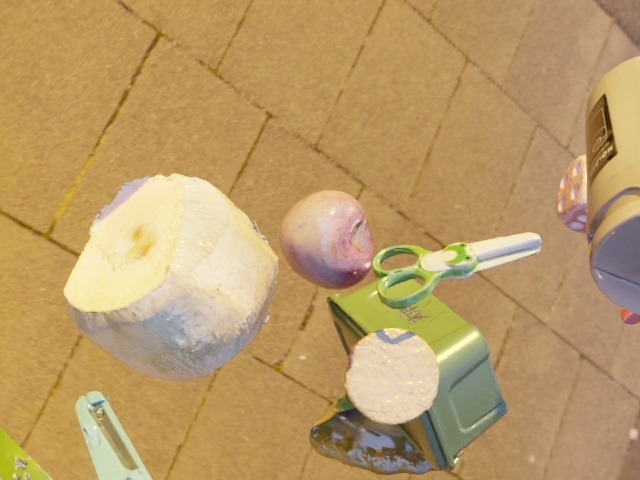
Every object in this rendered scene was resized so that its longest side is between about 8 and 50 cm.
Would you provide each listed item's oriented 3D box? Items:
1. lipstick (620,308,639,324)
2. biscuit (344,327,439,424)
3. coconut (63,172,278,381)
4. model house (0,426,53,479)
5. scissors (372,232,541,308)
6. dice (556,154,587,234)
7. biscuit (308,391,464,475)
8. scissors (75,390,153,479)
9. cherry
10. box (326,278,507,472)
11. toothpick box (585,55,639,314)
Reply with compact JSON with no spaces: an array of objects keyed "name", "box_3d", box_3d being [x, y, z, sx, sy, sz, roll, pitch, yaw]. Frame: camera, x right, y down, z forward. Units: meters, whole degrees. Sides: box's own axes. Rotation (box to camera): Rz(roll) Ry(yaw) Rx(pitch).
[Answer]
[{"name":"lipstick","box_3d":[0.395,0.043,1.034,0.057,0.063,0.186,45,49,-4]},{"name":"biscuit","box_3d":[0.087,0.164,1.047,0.120,0.015,0.120,0,82,-2]},{"name":"coconut","box_3d":[-0.271,0.095,1.729,0.405,0.405,0.404,2,86,-33]},{"name":"model house","box_3d":[-0.593,0.479,1.405,0.207,0.154,0.294,56,34,-24]},{"name":"scissors","box_3d":[0.165,0.026,1.043,0.204,0.101,0.027,-14,130,7]},{"name":"dice","box_3d":[0.403,-0.066,1.254,0.094,0.093,0.091,16,63,-5]},{"name":"biscuit","box_3d":[0.155,0.366,1.819,0.335,0.329,0.078,-64,156,-62]},{"name":"scissors","box_3d":[-0.201,0.288,0.959,0.180,0.393,0.032,-32,131,-12]},{"name":"cherry","box_3d":[0.003,0.004,1.993,0.239,0.239,0.206,56,33,-18]},{"name":"box","box_3d":[0.172,0.215,1.522,0.178,0.329,0.252,-28,124,-12]},{"name":"toothpick box","box_3d":[0.246,-0.042,0.615,0.111,0.111,0.180,43,38,-23]}]
